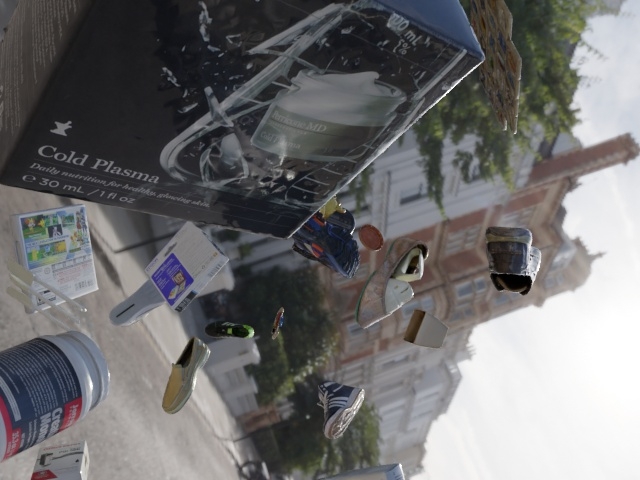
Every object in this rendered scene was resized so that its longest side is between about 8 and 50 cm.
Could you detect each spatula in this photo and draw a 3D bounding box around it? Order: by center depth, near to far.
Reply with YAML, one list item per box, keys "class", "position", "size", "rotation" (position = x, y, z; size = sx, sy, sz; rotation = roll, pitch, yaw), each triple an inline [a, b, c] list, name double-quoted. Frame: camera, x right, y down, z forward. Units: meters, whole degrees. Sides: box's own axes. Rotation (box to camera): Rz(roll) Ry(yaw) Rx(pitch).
- class: "spatula"
  position: [-0.732, 0.158, 1.781]
  size: [0.242, 0.019, 0.168]
  rotation: [33, -50, 3]

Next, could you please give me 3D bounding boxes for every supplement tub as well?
- class: "supplement tub"
  position: [-0.563, 0.294, 1.279]
  size: [0.272, 0.191, 0.191]
  rotation: [-22, 95, -56]

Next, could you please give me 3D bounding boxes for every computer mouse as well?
- class: "computer mouse"
  position: [0.029, -0.007, 2.266]
  size: [0.072, 0.189, 0.272]
  rotation: [107, 9, -47]

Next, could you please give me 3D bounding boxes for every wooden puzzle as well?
- class: "wooden puzzle"
  position: [-0.114, 0.216, 1.752]
  size: [0.116, 0.014, 0.078]
  rotation: [119, -16, -57]

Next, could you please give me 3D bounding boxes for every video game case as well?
- class: "video game case"
  position: [-0.836, 0.048, 2.130]
  size: [0.329, 0.036, 0.299]
  rotation: [-28, 113, -71]

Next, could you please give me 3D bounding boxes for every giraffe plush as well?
- class: "giraffe plush"
  position: [-0.023, -0.109, 2.182]
  size: [0.171, 0.210, 0.181]
  rotation: [-12, 73, -54]

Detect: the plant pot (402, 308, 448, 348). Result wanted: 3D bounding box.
- class: "plant pot"
  position: [0.335, 0.284, 2.105]
  size: [0.109, 0.096, 0.109]
  rotation: [173, -61, -79]

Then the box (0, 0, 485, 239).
- class: "box"
  position: [-0.132, -0.269, 0.935]
  size: [0.472, 0.480, 0.297]
  rotation: [-43, -130, 38]

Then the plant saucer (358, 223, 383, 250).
- class: "plant saucer"
  position: [0.142, -0.007, 1.904]
  size: [0.013, 0.084, 0.083]
  rotation: [-40, -116, 46]

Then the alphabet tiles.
- class: "alphabet tiles"
  position: [0.370, -0.404, 1.436]
  size: [0.342, 0.011, 0.285]
  rotation: [67, 8, -58]

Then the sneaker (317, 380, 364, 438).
- class: "sneaker"
  position: [0.034, 0.587, 2.355]
  size: [0.282, 0.153, 0.099]
  rotation: [-33, 133, -60]

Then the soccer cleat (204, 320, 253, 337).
- class: "soccer cleat"
  position: [-0.324, 0.314, 2.356]
  size: [0.072, 0.179, 0.060]
  rotation: [46, 47, -78]

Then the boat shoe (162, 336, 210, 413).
- class: "boat shoe"
  position: [-0.334, 0.316, 1.603]
  size: [0.072, 0.068, 0.189]
  rotation: [60, 40, -44]

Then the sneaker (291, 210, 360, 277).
- class: "sneaker"
  position: [0.000, 0.000, 1.427]
  size: [0.221, 0.083, 0.087]
  rotation: [45, -34, -21]

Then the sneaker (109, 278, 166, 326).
- class: "sneaker"
  position: [-0.560, 0.190, 2.169]
  size: [0.094, 0.258, 0.091]
  rotation: [59, -9, 9]

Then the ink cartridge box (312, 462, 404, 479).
- class: "ink cartridge box"
  position: [0.041, 0.707, 1.565]
  size: [0.091, 0.385, 0.307]
  rotation: [5, 69, -58]

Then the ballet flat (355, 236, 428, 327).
- class: "ballet flat"
  position: [0.188, 0.097, 1.662]
  size: [0.316, 0.106, 0.107]
  rotation: [-57, 141, -40]

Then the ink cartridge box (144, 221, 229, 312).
- class: "ink cartridge box"
  position: [-0.384, 0.069, 1.906]
  size: [0.208, 0.206, 0.045]
  rotation: [43, 1, 41]

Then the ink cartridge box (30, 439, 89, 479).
- class: "ink cartridge box"
  position: [-0.537, 0.476, 1.390]
  size: [0.135, 0.099, 0.056]
  rotation: [-143, -132, -71]

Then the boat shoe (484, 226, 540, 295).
- class: "boat shoe"
  position: [0.465, 0.068, 1.659]
  size: [0.355, 0.133, 0.130]
  rotation: [33, 63, -61]
